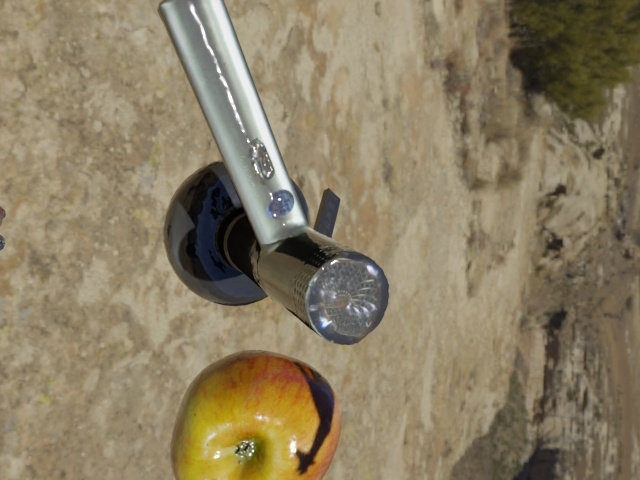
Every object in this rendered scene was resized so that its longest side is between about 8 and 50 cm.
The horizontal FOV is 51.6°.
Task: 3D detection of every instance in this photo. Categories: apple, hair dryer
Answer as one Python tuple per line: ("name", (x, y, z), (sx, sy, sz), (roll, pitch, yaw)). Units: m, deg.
("apple", (-0.109, 0.341, 1.132), (0.301, 0.301, 0.302), (1, 90, -67))
("hair dryer", (-0.050, -0.073, 0.559), (0.320, 0.155, 0.284), (180, -99, -71))

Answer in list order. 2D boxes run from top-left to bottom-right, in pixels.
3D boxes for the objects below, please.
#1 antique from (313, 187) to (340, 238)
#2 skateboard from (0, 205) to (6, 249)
("antique", (0.000, 0.000, 0.986), (0.031, 0.015, 0.192), (38, 47, -28))
("skateboard", (-0.398, -0.013, 0.709), (0.080, 0.151, 0.067), (27, 55, -47))
